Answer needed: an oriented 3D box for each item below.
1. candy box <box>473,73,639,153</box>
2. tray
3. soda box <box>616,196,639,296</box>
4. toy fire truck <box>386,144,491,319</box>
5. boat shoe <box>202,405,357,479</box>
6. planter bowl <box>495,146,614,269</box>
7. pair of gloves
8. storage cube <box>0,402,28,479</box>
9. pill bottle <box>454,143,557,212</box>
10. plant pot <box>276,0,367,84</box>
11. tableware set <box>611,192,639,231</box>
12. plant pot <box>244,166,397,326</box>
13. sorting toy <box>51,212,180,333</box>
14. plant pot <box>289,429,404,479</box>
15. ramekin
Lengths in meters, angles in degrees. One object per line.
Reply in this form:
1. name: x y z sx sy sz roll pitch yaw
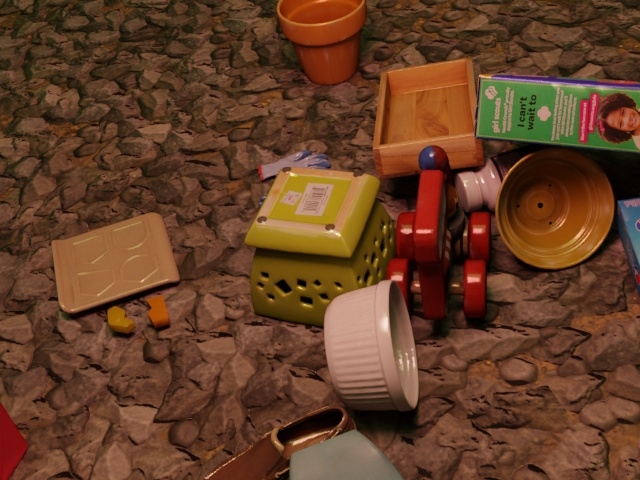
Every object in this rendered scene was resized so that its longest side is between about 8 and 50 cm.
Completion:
1. candy box: 0.461 -0.231 1.601 0.317 0.122 0.268 7 12 22
2. tray: 0.222 -0.259 1.833 0.202 0.076 0.411 -7 31 11
3. soda box: 0.566 0.024 1.526 0.067 0.071 0.210 -9 49 8
4. toy fire truck: 0.203 -0.020 1.529 0.169 0.254 0.302 1 44 13
5. boat shoe: -0.068 0.321 1.354 0.257 0.095 0.095 -24 45 -13
6. planter bowl: 0.411 -0.061 1.615 0.217 0.217 0.090 -14 7 -3
7. pair of gloves: -0.053 -0.118 1.856 0.159 0.023 0.198 -11 43 3
8. storage cube: -0.612 0.326 1.396 0.183 0.193 0.215 9 47 21
9. pill bottle: 0.360 -0.117 1.703 0.193 0.108 0.108 -16 44 -4
10. plant pot: 0.014 -0.477 2.089 0.205 0.188 0.205 -6 43 6
11. tableware set: 0.607 -0.025 1.619 0.141 0.020 0.169 -20 47 -1
12. plant pot: 0.000 0.000 1.591 0.227 0.207 0.228 7 46 19
13. sorting toy: -0.390 0.076 1.721 0.229 0.041 0.307 -15 44 -10
14. plant pot: 0.047 0.390 1.220 0.165 0.166 0.234 -20 37 -9
15. ramekin: 0.080 0.171 1.406 0.109 0.207 0.207 -10 43 14
